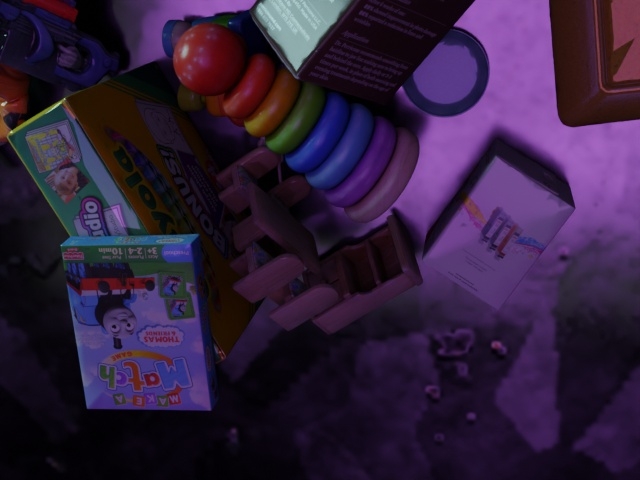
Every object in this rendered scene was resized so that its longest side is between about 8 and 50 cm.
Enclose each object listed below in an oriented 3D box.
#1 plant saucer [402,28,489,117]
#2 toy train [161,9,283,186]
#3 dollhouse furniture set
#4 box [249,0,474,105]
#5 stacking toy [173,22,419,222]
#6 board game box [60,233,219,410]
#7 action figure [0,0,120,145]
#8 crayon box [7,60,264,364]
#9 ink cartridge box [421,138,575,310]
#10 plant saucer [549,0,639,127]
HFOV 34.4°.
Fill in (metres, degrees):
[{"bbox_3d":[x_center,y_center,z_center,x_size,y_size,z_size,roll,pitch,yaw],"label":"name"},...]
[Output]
[{"bbox_3d":[0.168,-0.227,1.394,0.119,0.021,0.119,3,108,8],"label":"plant saucer"},{"bbox_3d":[-0.133,-0.191,1.426,0.143,0.105,0.248,6,119,25],"label":"toy train"},{"bbox_3d":[0.000,0.000,1.389,0.161,0.212,0.242,-32,133,19],"label":"dollhouse furniture set"},{"bbox_3d":[0.109,-0.356,1.236,0.381,0.191,0.143,-46,60,25],"label":"box"},{"bbox_3d":[-0.041,-0.157,1.306,0.330,0.141,0.141,31,111,-19],"label":"stacking toy"},{"bbox_3d":[-0.211,0.098,1.218,0.160,0.039,0.211,-1,109,11],"label":"board game box"},{"bbox_3d":[-0.467,-0.268,1.385,0.330,0.178,0.341,-53,137,6],"label":"action figure"},{"bbox_3d":[-0.211,-0.037,1.363,0.106,0.313,0.363,-28,101,17],"label":"crayon box"},{"bbox_3d":[0.238,-0.025,1.388,0.127,0.128,0.176,34,109,-2],"label":"ink cartridge box"},{"bbox_3d":[0.455,-0.313,1.288,0.333,0.081,0.332,-5,106,12],"label":"plant saucer"}]
